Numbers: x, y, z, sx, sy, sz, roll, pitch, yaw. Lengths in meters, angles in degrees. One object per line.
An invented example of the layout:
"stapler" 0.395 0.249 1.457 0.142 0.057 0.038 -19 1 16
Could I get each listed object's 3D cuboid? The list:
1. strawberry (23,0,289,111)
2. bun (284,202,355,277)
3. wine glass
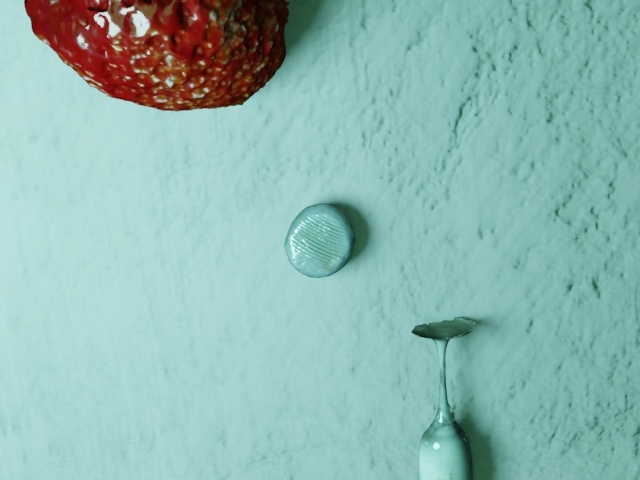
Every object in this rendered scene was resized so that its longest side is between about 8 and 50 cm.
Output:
"strawberry" -0.147 -0.236 1.449 0.257 0.257 0.277 -35 131 11
"bun" 0.000 0.000 1.593 0.083 0.045 0.083 0 102 1
"wine glass" 0.140 0.218 1.634 0.074 0.074 0.262 -2 106 3
